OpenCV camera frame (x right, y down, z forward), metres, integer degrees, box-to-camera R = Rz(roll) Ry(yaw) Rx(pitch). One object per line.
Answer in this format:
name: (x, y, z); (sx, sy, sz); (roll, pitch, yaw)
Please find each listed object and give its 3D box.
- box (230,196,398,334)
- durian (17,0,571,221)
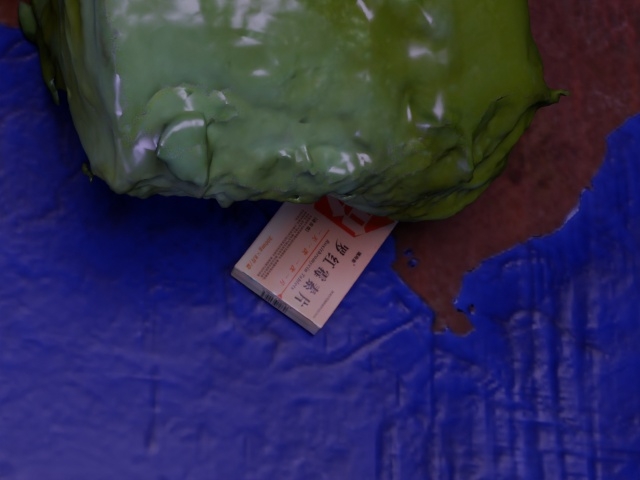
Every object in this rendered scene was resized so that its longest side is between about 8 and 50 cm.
box: (0.000, 0.000, 1.076); (0.058, 0.015, 0.093); (36, 64, 3)
durian: (-0.039, -0.135, 1.029); (0.340, 0.204, 0.256); (5, 75, -21)
